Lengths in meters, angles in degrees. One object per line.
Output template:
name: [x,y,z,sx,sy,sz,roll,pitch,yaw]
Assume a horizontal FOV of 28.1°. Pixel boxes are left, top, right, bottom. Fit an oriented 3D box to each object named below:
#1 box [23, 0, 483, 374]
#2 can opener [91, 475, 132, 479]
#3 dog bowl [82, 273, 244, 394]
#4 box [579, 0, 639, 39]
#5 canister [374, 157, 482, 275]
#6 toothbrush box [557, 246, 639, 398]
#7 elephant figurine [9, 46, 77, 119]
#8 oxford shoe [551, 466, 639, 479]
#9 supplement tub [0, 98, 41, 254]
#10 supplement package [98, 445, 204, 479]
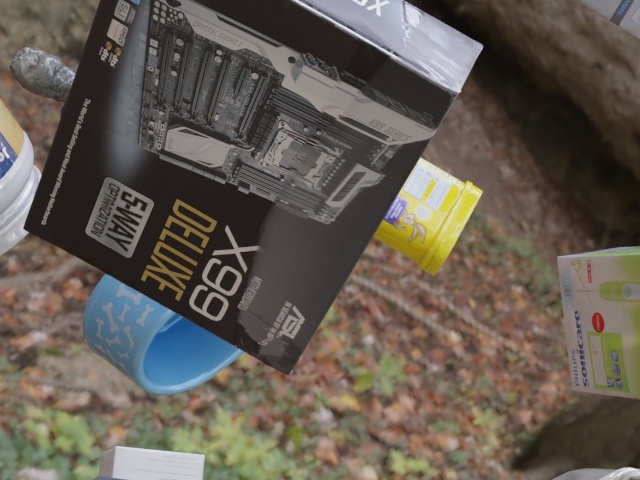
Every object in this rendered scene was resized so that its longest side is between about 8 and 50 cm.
box: [-0.061,-0.071,0.930,0.242,0.307,0.076,30,40,0]
can opener: [-0.179,0.344,1.520,0.095,0.283,0.076,-52,131,-42]
dog bowl: [-0.082,0.033,1.217,0.074,0.297,0.166,46,-11,32]
box: [0.410,-0.286,1.451,0.186,0.145,0.038,36,25,12]
canister: [0.094,-0.052,1.550,0.170,0.073,0.126,31,57,1]
toothbrush box: [0.472,0.114,1.804,0.283,0.122,0.206,178,-95,-67]
elephant figurine: [-0.180,-0.105,1.259,0.169,0.240,0.186,-120,-147,-69]
oxford shoe: [0.360,0.316,1.463,0.130,0.169,0.449,53,-10,-10]
supplement tub: [-0.520,-0.132,1.675,0.228,0.228,0.316,-97,161,-53]
supplement package: [-0.258,0.434,1.870,0.134,0.139,0.244,142,-47,-67]
